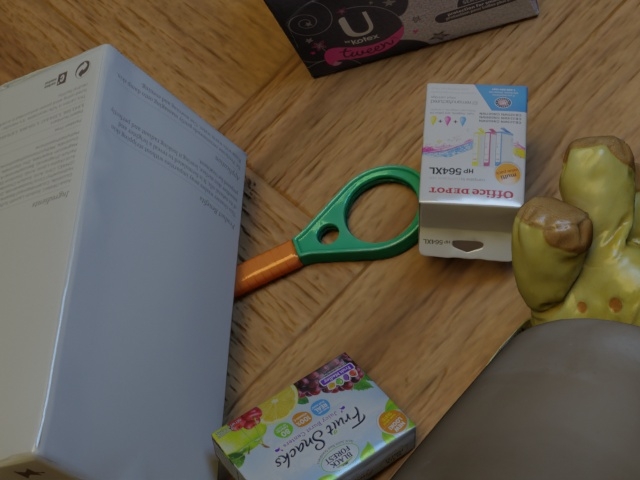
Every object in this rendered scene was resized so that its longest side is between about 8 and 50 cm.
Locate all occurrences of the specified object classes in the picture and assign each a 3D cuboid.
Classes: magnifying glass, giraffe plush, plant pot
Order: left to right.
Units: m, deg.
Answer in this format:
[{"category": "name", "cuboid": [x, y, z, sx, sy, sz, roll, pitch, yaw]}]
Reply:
[{"category": "magnifying glass", "cuboid": [0.000, 0.000, 1.103, 0.231, 0.026, 0.092, -26, 55, 7]}, {"category": "plant pot", "cuboid": [0.163, 0.216, 0.771, 0.323, 0.323, 0.280, 8, 49, 26]}, {"category": "giraffe plush", "cuboid": [0.245, 0.045, 0.876, 0.170, 0.181, 0.210, 20, 79, 40]}]

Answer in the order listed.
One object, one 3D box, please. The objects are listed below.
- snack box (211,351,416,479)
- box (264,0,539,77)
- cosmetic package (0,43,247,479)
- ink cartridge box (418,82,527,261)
[{"category": "snack box", "cuboid": [-0.005, 0.168, 0.974, 0.141, 0.037, 0.100, -30, 54, -22]}, {"category": "box", "cuboid": [0.074, -0.283, 1.151, 0.247, 0.163, 0.142, -13, 61, 16]}, {"category": "cosmetic package", "cuboid": [-0.196, 0.052, 1.024, 0.156, 0.217, 0.385, -15, 55, 31]}, {"category": "ink cartridge box", "cuboid": [0.135, -0.055, 1.028, 0.092, 0.090, 0.143, 3, 62, 7]}]
